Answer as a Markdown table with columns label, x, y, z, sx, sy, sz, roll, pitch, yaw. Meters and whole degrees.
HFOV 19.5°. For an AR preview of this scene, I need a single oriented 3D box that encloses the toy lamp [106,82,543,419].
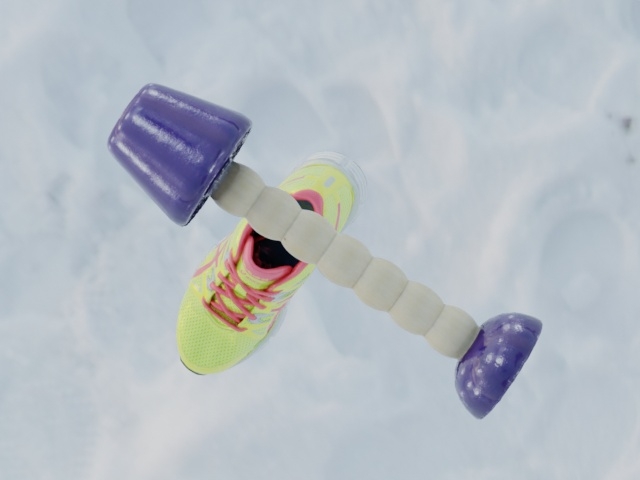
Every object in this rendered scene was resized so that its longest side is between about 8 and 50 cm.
| label | x | y | z | sx | sy | sz | roll | pitch | yaw |
| --- | --- | --- | --- | --- | --- | --- | --- | --- | --- |
| toy lamp | 0.000 | 0.000 | 1.097 | 0.275 | 0.080 | 0.080 | 32 | 78 | -2 |

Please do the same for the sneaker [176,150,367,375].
| label | x | y | z | sx | sy | sz | roll | pitch | yaw |
| --- | --- | --- | --- | --- | --- | --- | --- | --- | --- |
| sneaker | -0.051 | 0.022 | 1.406 | 0.081 | 0.094 | 0.208 | 36 | 109 | 3 |
